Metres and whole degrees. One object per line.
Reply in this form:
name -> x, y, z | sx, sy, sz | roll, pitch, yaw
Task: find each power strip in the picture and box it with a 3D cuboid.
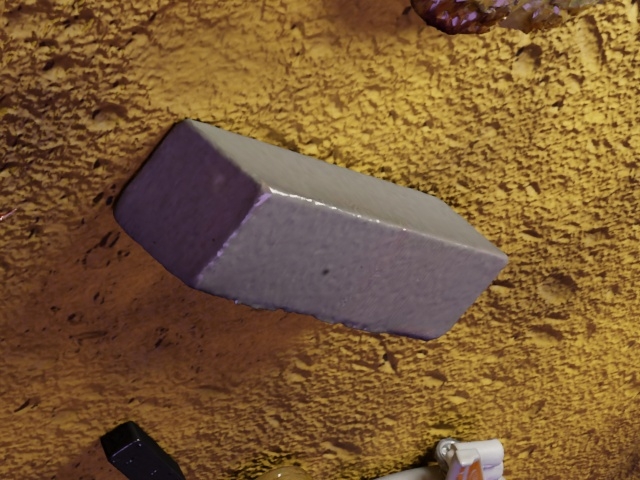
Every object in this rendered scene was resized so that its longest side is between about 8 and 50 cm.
power strip -> -0.162, 0.204, 1.481 | 0.038, 0.029, 0.111 | -32, 142, 2

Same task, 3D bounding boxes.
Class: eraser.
eraser -> 0.000, -0.001, 1.314 | 0.352, 0.077, 0.111 | 15, 122, -45

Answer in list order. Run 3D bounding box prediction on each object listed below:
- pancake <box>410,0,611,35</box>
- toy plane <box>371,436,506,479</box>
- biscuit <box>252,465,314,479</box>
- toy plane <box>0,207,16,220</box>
pancake -> 0.188, -0.285, 1.120 | 0.356, 0.065, 0.356 | -18, 142, -14
toy plane -> 0.111, 0.303, 1.722 | 0.245, 0.117, 0.244 | -19, 141, -16
biscuit -> -0.097, 0.333, 1.667 | 0.197, 0.049, 0.301 | -7, 140, -43
toy plane -> -0.318, -0.003, 1.095 | 0.194, 0.126, 0.077 | -11, 118, 31
